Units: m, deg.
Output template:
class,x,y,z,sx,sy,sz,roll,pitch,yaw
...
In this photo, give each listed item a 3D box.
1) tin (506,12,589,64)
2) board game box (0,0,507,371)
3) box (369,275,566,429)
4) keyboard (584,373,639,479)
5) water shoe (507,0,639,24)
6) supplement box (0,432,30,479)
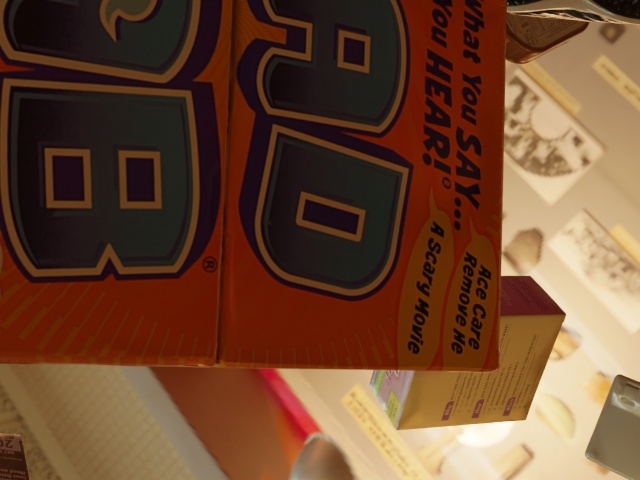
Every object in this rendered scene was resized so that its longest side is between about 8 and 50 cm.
class,x,y,z,sx,sy,sz,roll,pitch,yaw
tin,0.267,-0.283,1.171,0.189,0.040,0.106,-32,-82,-38
board game box,-0.127,-0.101,0.632,0.356,0.356,0.357,5,-96,-29
box,0.227,0.174,1.502,0.243,0.214,0.117,0,-150,-23
keyboard,0.298,0.167,0.655,0.014,0.072,0.256,15,-176,-40
water shoe,0.235,-0.214,0.779,0.203,0.073,0.080,16,-166,35
supplement box,-0.298,0.237,0.757,0.130,0.073,0.239,13,-165,-27
